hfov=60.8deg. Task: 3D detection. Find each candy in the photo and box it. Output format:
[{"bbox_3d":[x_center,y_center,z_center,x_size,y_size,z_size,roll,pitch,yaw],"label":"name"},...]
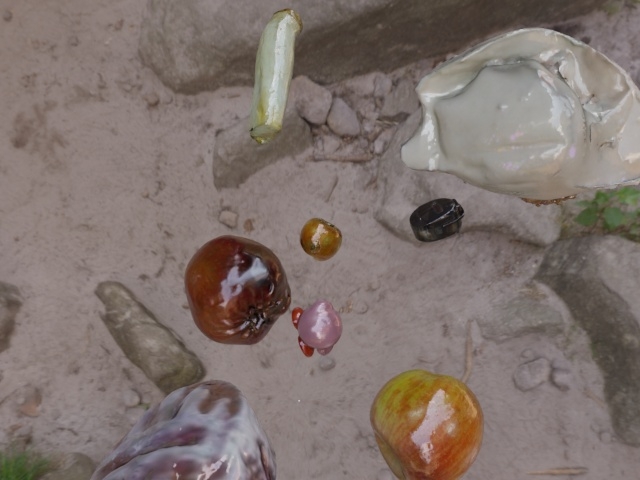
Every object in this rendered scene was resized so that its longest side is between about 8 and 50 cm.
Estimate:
[{"bbox_3d":[-0.157,0.283,0.601,0.215,0.289,0.157,-23,108,12],"label":"candy"}]

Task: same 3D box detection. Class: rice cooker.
[{"bbox_3d":[0.355,-0.061,1.661,0.166,0.106,0.112,-16,36,1],"label":"rice cooker"}]

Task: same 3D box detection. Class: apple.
[{"bbox_3d":[0.000,0.000,1.378,0.099,0.114,0.101,32,97,18],"label":"apple"},{"bbox_3d":[0.277,0.467,1.388,0.302,0.301,0.301,1,74,-2],"label":"apple"}]

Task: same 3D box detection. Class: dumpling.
[{"bbox_3d":[0.162,-0.100,0.443,0.199,0.118,0.136,2,109,20],"label":"dumpling"}]

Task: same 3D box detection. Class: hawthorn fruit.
[{"bbox_3d":[-0.237,0.130,1.552,0.309,0.308,0.324,-11,42,-5],"label":"hawthorn fruit"}]

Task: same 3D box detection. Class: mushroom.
[{"bbox_3d":[-0.100,-0.359,1.164,0.081,0.100,0.311,16,68,-22],"label":"mushroom"}]

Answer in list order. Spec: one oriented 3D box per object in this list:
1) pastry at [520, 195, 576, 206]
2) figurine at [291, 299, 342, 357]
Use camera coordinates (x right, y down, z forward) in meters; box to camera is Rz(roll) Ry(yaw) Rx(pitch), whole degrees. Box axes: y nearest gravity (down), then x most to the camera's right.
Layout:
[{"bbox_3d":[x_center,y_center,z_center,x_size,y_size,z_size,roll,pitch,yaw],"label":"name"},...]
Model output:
[{"bbox_3d":[0.584,-0.204,1.352,0.193,0.275,0.274,19,69,-38],"label":"pastry"},{"bbox_3d":[-0.001,0.132,0.818,0.071,0.067,0.083,-18,94,16],"label":"figurine"}]
